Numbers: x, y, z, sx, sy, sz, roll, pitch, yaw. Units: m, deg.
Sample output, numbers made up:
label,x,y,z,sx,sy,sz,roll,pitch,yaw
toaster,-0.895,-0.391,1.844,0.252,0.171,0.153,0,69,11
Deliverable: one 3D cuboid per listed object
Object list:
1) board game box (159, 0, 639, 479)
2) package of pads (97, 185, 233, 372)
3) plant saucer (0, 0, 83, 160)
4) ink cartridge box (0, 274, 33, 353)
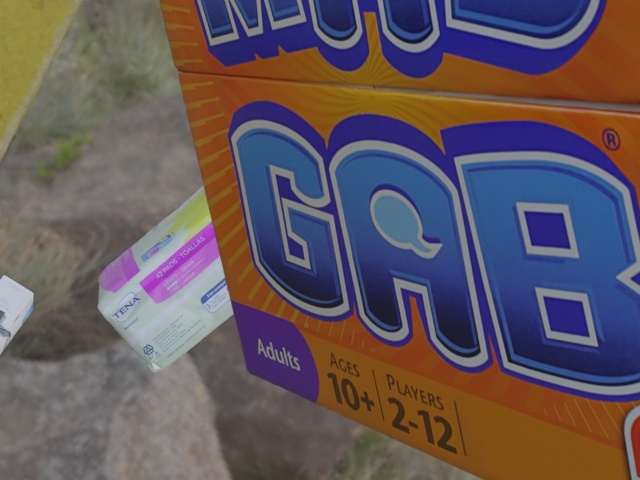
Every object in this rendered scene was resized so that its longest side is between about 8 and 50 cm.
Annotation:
label,x,y,z,sx,sy,sz,roll,pitch,yaw
board game box,0.164,-0.118,0.617,0.356,0.356,0.357,-22,20,-29
package of pads,-0.120,0.011,1.363,0.101,0.229,0.296,50,-5,-10
plant saucer,-0.233,-0.088,0.469,0.081,0.332,0.333,9,29,-48
ink cartridge box,-0.255,0.073,0.997,0.028,0.083,0.048,33,-22,0
